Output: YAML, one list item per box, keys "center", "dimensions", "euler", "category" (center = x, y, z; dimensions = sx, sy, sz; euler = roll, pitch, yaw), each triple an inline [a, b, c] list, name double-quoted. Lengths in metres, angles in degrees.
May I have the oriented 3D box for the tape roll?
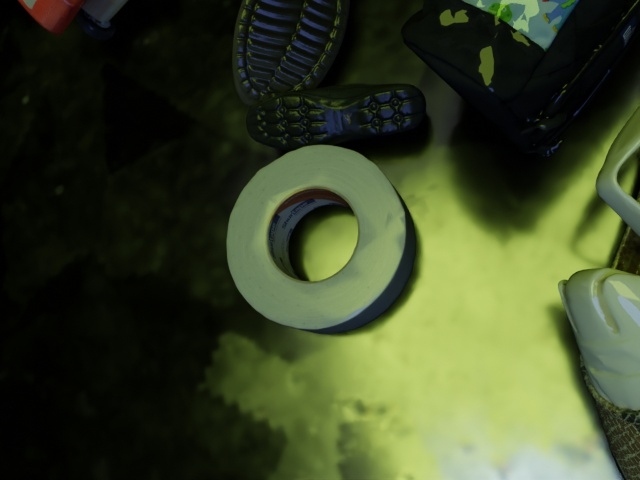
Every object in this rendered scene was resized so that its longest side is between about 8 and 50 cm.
- center: [0.000, 0.000, 0.678]
  dimensions: [0.220, 0.072, 0.219]
  euler: [-4, 77, 17]
  category: "tape roll"

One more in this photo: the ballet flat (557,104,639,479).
- center: [0.319, 0.000, 0.514]
  dimensions: [0.182, 0.164, 0.482]
  euler: [23, 82, -16]
  category: "ballet flat"

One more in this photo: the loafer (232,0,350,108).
- center: [-0.025, -0.344, 0.758]
  dimensions: [0.134, 0.130, 0.365]
  euler: [17, 92, -13]
  category: "loafer"

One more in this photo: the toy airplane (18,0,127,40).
- center: [-0.416, -0.514, 0.828]
  dimensions: [0.385, 0.273, 0.385]
  euler: [27, 101, 41]
  category: "toy airplane"

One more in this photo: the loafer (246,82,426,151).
- center: [0.019, -0.155, 0.707]
  dimensions: [0.224, 0.078, 0.076]
  euler: [-4, 106, 12]
  category: "loafer"

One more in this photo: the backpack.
- center: [0.231, -0.291, 0.517]
  dimensions: [0.273, 0.290, 0.355]
  euler: [49, 111, 19]
  category: "backpack"
